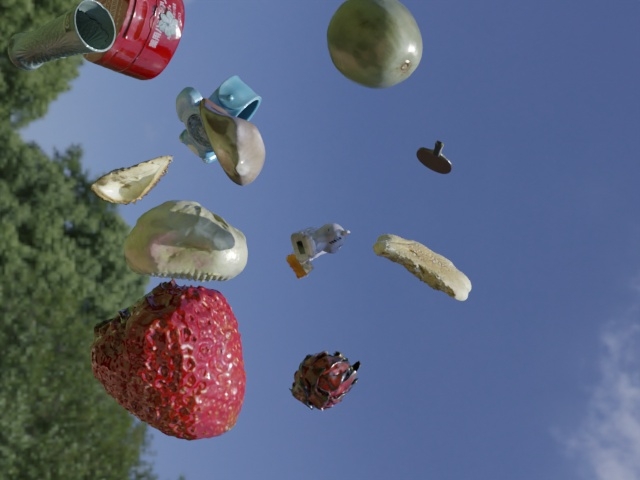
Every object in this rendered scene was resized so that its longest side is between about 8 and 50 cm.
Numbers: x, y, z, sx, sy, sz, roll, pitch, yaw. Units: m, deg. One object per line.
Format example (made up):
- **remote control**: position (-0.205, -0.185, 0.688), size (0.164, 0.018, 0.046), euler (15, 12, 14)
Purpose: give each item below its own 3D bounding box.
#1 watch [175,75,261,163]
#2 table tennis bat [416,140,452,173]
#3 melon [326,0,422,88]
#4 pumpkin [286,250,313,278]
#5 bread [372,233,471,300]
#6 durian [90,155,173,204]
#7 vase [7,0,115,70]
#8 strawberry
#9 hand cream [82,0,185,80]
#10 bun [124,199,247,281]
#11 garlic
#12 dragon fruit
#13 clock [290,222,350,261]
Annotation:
- **watch**: position (-0.251, -0.322, 2.308), size (0.211, 0.193, 0.211), euler (22, -45, 24)
- **table tennis bat**: position (0.275, -0.200, 2.147), size (0.014, 0.095, 0.158), euler (-58, 171, -14)
- **melon**: position (0.147, -0.552, 2.477), size (0.308, 0.271, 0.272), euler (15, -77, 55)
- **pumpkin**: position (-0.058, 0.064, 2.642), size (0.054, 0.074, 0.083), euler (-30, -82, 24)
- **bread**: position (0.244, 0.052, 2.105), size (0.039, 0.250, 0.182), euler (-63, 171, 21)
- **durian**: position (-0.278, -0.096, 1.332), size (0.052, 0.130, 0.066), euler (-116, -173, -46)
- **vase**: position (-0.495, -0.378, 1.688), size (0.219, 0.096, 0.096), euler (-8, -98, 36)
- **strawberry**: position (-0.236, 0.208, 1.521), size (0.277, 0.257, 0.257), euler (54, -31, -1)
- **hand cream**: position (-0.412, -0.472, 1.965), size (0.230, 0.149, 0.230), euler (-17, -115, 42)
- **bun**: position (-0.357, 0.003, 2.427), size (0.361, 0.361, 0.213), euler (-6, -101, 64)
- **garlic**: position (-0.185, -0.208, 1.885), size (0.143, 0.112, 0.318), euler (56, -7, -36)
- **dragon fruit**: position (0.008, 0.411, 2.652), size (0.182, 0.182, 0.189), euler (20, -94, 63)
- **clock**: position (0.000, 0.001, 2.238), size (0.176, 0.117, 0.080), euler (168, -95, -72)
